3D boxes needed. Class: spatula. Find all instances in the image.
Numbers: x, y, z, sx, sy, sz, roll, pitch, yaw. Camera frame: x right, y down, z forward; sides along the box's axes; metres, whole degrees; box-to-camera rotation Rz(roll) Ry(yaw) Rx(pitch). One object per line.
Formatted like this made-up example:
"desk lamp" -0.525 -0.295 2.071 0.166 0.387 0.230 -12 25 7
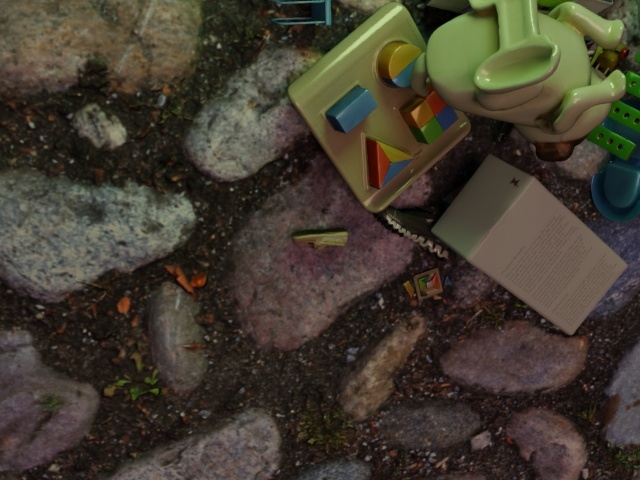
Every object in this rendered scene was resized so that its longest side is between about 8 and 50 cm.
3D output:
"spatula" 0.483 -0.354 1.831 0.084 0.030 0.296 25 100 -21

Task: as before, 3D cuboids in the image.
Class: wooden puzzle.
"wooden puzzle" 0.145 -0.277 1.697 0.322 0.080 0.348 -42 116 -9
"wooden puzzle" 0.263 0.108 1.935 0.116 0.014 0.078 -26 115 -9

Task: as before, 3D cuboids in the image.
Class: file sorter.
"file sorter" -0.044 -0.510 1.551 0.105 0.118 0.170 -6 111 -12

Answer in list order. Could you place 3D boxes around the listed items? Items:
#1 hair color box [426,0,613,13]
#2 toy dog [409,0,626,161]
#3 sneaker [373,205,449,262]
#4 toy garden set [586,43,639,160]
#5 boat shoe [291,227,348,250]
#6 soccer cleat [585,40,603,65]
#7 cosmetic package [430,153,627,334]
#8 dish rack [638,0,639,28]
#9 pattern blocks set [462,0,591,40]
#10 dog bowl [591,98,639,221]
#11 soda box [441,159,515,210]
"hair color box" 0.412 -0.537 1.652 0.347 0.174 0.105 7 78 -21
"toy dog" 0.425 -0.309 1.597 0.395 0.284 0.408 -29 145 36
"sneaker" 0.223 -0.046 1.835 0.234 0.078 0.106 30 89 -24
"toy garden set" 0.695 -0.337 1.840 0.049 0.204 0.244 5 119 -53
"boat shoe" 0.000 0.000 1.787 0.135 0.050 0.045 -3 105 -18
"soccer cleat" 0.598 -0.415 1.839 0.072 0.060 0.179 34 103 2
"cosmetic package" 0.497 0.020 1.857 0.453 0.161 0.230 33 97 -37
"dish rack" 0.861 -0.558 1.865 0.272 0.074 0.208 -21 113 -9
"pattern blocks set" 0.435 -0.434 1.686 0.325 0.285 0.026 12 61 -21
"dog bowl" 0.756 -0.193 1.915 0.074 0.166 0.297 -7 112 -28
"soda box" 0.380 -0.114 1.869 0.183 0.058 0.063 -33 117 -6
